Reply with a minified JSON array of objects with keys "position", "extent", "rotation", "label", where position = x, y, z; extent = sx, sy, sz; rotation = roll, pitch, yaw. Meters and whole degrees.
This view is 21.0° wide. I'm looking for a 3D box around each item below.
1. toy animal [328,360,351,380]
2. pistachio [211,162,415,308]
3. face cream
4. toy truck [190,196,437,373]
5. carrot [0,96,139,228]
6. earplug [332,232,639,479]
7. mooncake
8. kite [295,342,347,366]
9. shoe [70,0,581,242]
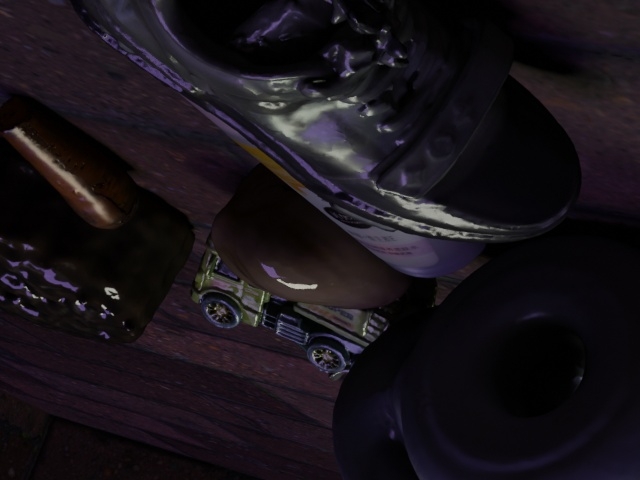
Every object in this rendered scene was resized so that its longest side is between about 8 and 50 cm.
[{"position":[0.024,0.070,1.484],"extent":[0.155,0.095,0.219],"rotation":[5,160,25],"label":"toy animal"},{"position":[0.000,0.000,1.208],"extent":[0.149,0.113,0.113],"rotation":[27,165,-25],"label":"pistachio"},{"position":[0.010,-0.060,1.031],"extent":[0.107,0.073,0.269],"rotation":[2,158,31],"label":"face cream"},{"position":[0.000,0.028,1.335],"extent":[0.191,0.085,0.116],"rotation":[23,137,9],"label":"toy truck"},{"position":[-0.202,-0.062,1.390],"extent":[0.055,0.055,0.161],"rotation":[11,157,33],"label":"carrot"},{"position":[0.136,0.117,1.183],"extent":[0.175,0.214,0.325],"rotation":[27,154,-17],"label":"earplug"},{"position":[-0.237,0.007,1.558],"extent":[0.228,0.124,0.228],"rotation":[20,166,5],"label":"mooncake"},{"position":[0.058,0.106,1.764],"extent":[0.368,0.014,0.406],"rotation":[24,166,-19],"label":"kite"},{"position":[0.018,-0.084,0.824],"extent":[0.293,0.109,0.149],"rotation":[28,171,-13],"label":"shoe"}]
